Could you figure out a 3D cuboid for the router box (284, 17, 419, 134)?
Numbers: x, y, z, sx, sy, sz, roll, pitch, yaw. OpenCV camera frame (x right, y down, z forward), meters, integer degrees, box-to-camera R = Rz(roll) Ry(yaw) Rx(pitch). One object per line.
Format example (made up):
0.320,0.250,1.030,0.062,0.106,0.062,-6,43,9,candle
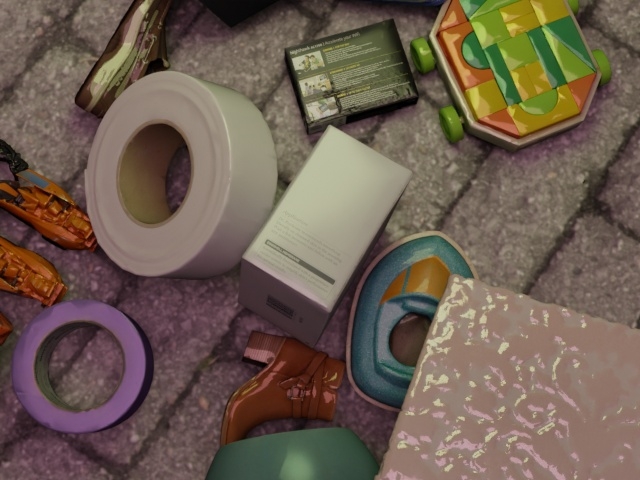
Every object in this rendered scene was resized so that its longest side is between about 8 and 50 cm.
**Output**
0.047,-0.251,1.493,0.179,0.046,0.133,-16,81,-4,router box

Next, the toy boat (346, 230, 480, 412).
0.200,0.124,1.380,0.318,0.148,0.267,11,80,1,toy boat

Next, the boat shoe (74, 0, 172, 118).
-0.271,-0.290,1.484,0.095,0.095,0.257,32,79,-19,boat shoe

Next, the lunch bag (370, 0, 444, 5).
0.102,-0.448,1.484,0.219,0.090,0.176,7,81,17,lunch bag

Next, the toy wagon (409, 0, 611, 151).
0.275,-0.311,1.496,0.267,0.068,0.344,-22,82,-5,toy wagon

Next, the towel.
0.270,0.228,1.234,0.332,0.053,0.317,18,67,10,towel

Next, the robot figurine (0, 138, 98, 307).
-0.474,-0.034,1.427,0.291,0.085,0.211,30,77,4,robot figurine

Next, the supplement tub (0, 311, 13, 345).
-0.594,0.198,1.325,0.207,0.207,0.338,40,82,6,supplement tub

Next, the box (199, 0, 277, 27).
-0.092,-0.524,1.418,0.294,0.183,0.296,-25,73,13,box

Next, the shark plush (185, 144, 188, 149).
-0.143,-0.137,1.459,0.161,0.067,0.073,43,82,6,shark plush

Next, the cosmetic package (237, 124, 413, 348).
0.000,0.000,1.343,0.138,0.224,0.224,32,71,5,cosmetic package

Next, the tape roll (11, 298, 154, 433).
-0.338,0.181,1.397,0.189,0.080,0.189,0,80,-2,tape roll

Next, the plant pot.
-0.029,0.374,1.274,0.293,0.293,0.235,-7,73,-2,plant pot

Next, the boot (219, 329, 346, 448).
-0.055,0.237,1.398,0.152,0.073,0.197,19,83,-2,boot

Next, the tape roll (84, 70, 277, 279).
-0.199,-0.087,1.356,0.286,0.100,0.286,-3,84,36,tape roll
